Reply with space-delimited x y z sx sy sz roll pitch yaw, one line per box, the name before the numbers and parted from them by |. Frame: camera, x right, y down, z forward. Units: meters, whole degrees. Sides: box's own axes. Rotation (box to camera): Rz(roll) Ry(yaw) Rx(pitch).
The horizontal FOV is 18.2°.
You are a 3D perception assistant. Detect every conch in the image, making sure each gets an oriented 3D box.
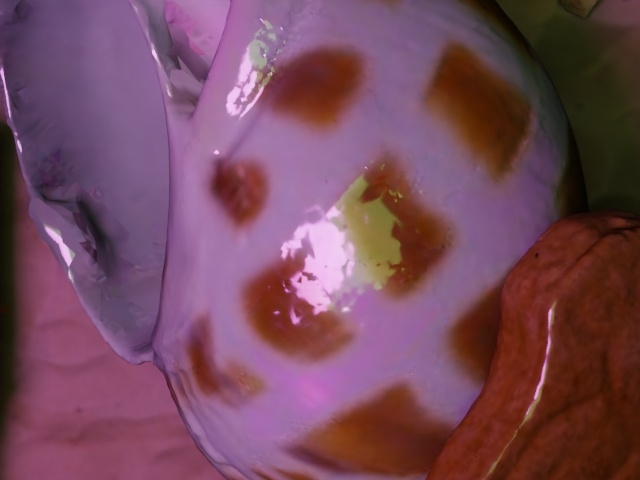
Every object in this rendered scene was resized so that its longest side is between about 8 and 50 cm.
conch | 0.000 -0.001 0.865 0.249 0.197 0.368 -8 92 41

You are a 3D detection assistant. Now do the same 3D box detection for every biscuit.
biscuit | 0.148 0.118 0.834 0.049 0.273 0.257 23 93 46

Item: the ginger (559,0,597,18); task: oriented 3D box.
ginger | 0.143 -0.167 0.909 0.057 0.044 0.137 26 95 24
